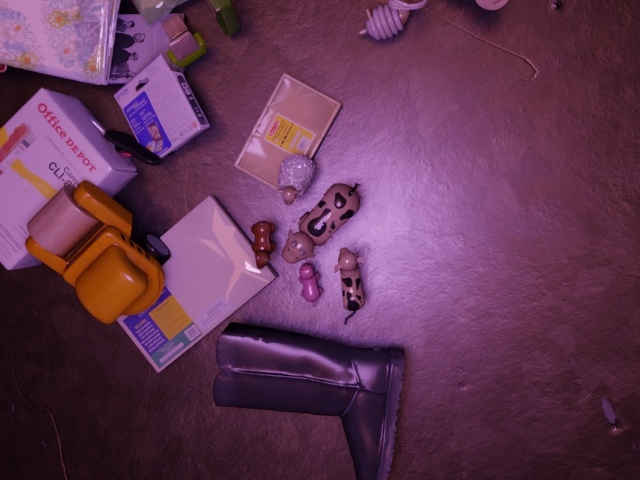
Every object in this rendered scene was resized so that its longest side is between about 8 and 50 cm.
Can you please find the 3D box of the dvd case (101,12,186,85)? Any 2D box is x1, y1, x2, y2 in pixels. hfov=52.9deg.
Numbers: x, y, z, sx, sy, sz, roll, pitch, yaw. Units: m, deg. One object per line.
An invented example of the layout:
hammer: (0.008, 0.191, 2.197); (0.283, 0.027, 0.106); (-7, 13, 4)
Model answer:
dvd case: (-0.463, -0.491, 1.658); (0.239, 0.029, 0.179); (2, 93, 7)

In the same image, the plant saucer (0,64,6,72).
plant saucer: (-0.905, -0.574, 1.618); (0.259, 0.047, 0.258); (9, 104, -3)

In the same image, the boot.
boot: (-0.043, 0.408, 1.564); (0.445, 0.146, 0.366); (7, 89, -1)

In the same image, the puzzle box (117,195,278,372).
puzzle box: (-0.347, 0.113, 1.664); (0.409, 0.052, 0.272); (-39, 88, 8)

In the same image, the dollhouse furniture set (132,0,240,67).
dollhouse furniture set: (-0.360, -0.605, 1.553); (0.198, 0.151, 0.301); (-33, 83, 0)

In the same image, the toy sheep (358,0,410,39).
toy sheep: (0.152, -0.526, 1.543); (0.132, 0.091, 0.091); (-17, 91, 23)

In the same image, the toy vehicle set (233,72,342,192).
toy vehicle set: (-0.081, -0.262, 1.614); (0.166, 0.035, 0.266); (31, 97, 5)

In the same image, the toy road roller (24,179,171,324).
toy road roller: (-0.514, 0.045, 1.501); (0.202, 0.240, 0.329); (-43, 116, 8)

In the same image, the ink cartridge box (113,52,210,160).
ink cartridge box: (-0.401, -0.326, 1.614); (0.206, 0.045, 0.208); (-27, 92, 33)

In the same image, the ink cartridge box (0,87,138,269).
ink cartridge box: (-0.713, -0.155, 1.646); (0.385, 0.160, 0.279); (-41, 88, 8)

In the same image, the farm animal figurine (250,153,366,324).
farm animal figurine: (0.000, 0.000, 1.528); (0.330, 0.172, 0.326); (27, 97, -2)

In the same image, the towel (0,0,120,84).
towel: (-0.678, -0.569, 1.563); (0.375, 0.090, 0.320); (11, 103, -9)

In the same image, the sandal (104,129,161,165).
sandal: (-0.481, -0.226, 1.627); (0.179, 0.067, 0.040); (33, 121, 17)

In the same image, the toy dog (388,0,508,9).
toy dog: (0.308, -0.640, 1.460); (0.334, 0.220, 0.161); (1, 133, 1)
